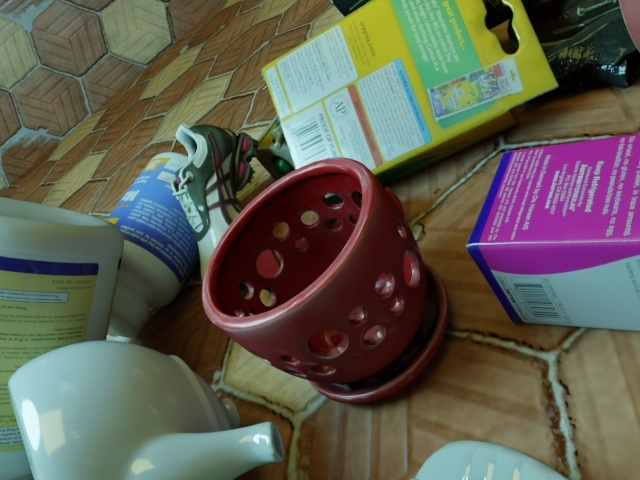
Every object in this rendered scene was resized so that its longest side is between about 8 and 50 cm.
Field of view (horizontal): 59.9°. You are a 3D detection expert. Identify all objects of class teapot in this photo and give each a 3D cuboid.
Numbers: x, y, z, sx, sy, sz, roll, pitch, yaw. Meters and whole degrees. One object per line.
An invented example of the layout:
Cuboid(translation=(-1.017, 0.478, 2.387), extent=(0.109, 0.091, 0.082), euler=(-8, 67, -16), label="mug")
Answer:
Cuboid(translation=(-0.167, 0.199, 0.529), extent=(0.186, 0.253, 0.256), euler=(-17, 44, -33), label="teapot")

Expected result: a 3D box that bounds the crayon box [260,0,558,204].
Cuboid(translation=(0.102, -0.194, 0.697), extent=(0.322, 0.083, 0.203), euler=(-23, 79, 25), label="crayon box")

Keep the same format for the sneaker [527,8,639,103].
Cuboid(translation=(0.310, -0.196, 0.614), extent=(0.170, 0.051, 0.089), euler=(-36, 42, 21), label="sneaker")

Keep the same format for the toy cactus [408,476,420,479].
Cuboid(translation=(0.026, 0.228, 0.319), extent=(0.181, 0.112, 0.219), euler=(-65, 7, -18), label="toy cactus")

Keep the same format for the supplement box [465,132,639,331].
Cuboid(translation=(0.243, -0.005, 0.413), extent=(0.219, 0.111, 0.114), euler=(0, 50, 44), label="supplement box")

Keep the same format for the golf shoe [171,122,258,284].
Cuboid(translation=(-0.164, -0.045, 0.810), extent=(0.105, 0.120, 0.273), euler=(-32, 52, 46), label="golf shoe")

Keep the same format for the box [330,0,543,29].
Cuboid(translation=(0.131, -0.385, 0.756), extent=(0.079, 0.257, 0.322), euler=(-56, 20, -18), label="box")

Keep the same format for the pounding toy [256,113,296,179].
Cuboid(translation=(-0.043, -0.160, 0.882), extent=(0.130, 0.100, 0.141), euler=(5, 54, 48), label="pounding toy")

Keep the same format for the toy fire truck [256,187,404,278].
Cuboid(translation=(0.000, 0.000, 0.686), extent=(0.191, 0.047, 0.135), euler=(-28, 3, -9), label="toy fire truck")

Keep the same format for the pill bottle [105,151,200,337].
Cuboid(translation=(-0.266, 0.006, 0.868), extent=(0.152, 0.152, 0.272), euler=(-7, 46, 40), label="pill bottle")

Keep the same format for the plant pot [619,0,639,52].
Cuboid(translation=(0.392, -0.236, 0.415), extent=(0.275, 0.275, 0.243), euler=(-49, 23, -12), label="plant pot")

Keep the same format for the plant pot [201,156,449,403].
Cuboid(translation=(0.011, 0.047, 0.527), extent=(0.191, 0.174, 0.191), euler=(-25, 37, 21), label="plant pot")

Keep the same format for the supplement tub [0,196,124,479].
Cuboid(translation=(-0.379, 0.124, 0.647), extent=(0.241, 0.240, 0.332), euler=(17, 95, 52), label="supplement tub")

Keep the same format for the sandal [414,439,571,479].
Cuboid(translation=(0.162, 0.231, 0.238), extent=(0.170, 0.102, 0.416), euler=(-66, 20, -4), label="sandal")

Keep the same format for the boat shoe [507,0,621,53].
Cuboid(translation=(0.339, -0.299, 0.665), extent=(0.257, 0.095, 0.095), euler=(4, 54, 47), label="boat shoe")
